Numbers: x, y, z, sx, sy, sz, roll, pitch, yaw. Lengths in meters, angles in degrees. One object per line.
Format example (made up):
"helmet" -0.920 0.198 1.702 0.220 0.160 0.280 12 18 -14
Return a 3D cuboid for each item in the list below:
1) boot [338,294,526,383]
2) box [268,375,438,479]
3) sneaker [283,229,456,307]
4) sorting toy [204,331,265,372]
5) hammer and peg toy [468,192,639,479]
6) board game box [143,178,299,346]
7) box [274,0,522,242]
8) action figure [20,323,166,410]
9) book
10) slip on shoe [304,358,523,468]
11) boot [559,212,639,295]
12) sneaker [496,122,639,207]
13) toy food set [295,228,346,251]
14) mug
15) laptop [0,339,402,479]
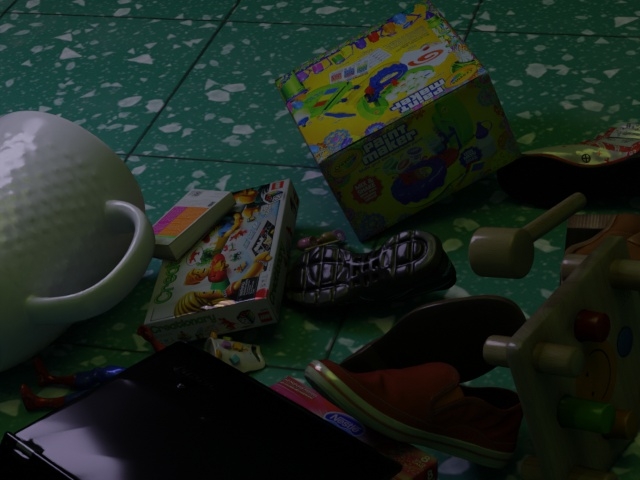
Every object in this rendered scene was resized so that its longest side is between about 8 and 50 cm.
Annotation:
"boot" 0.146 0.130 1.857 0.305 0.112 0.115 -27 6 37
"box" 0.006 0.284 1.732 0.256 0.123 0.128 26 39 38
"sneaker" 0.071 0.060 2.076 0.267 0.106 0.101 -10 60 30
"sorting toy" -0.118 0.161 2.017 0.075 0.045 0.083 3 32 -18
"hammer and peg toy" 0.316 0.113 1.722 0.127 0.361 0.266 6 34 42
"board game box" -0.142 0.030 2.151 0.192 0.053 0.305 -13 33 15
"box" 0.118 -0.196 2.277 0.290 0.177 0.279 -28 36 2
"action figure" -0.269 0.171 1.948 0.280 0.139 0.091 2 38 9
"book" -0.209 -0.028 2.199 0.096 0.035 0.144 7 43 45
"slip on shoe" 0.117 0.188 1.718 0.331 0.101 0.123 20 5 -34
"boot" 0.447 0.059 2.008 0.220 0.109 0.283 5 30 11
"sneaker" 0.422 -0.122 2.266 0.270 0.090 0.145 -3 22 19
"toy food set" 0.000 0.000 2.172 0.077 0.019 0.122 -15 -1 -1
"mug" -0.406 0.022 2.044 0.374 0.276 0.328 3 44 28
"laptop" -0.184 0.356 1.639 0.382 0.408 0.236 25 5 38
